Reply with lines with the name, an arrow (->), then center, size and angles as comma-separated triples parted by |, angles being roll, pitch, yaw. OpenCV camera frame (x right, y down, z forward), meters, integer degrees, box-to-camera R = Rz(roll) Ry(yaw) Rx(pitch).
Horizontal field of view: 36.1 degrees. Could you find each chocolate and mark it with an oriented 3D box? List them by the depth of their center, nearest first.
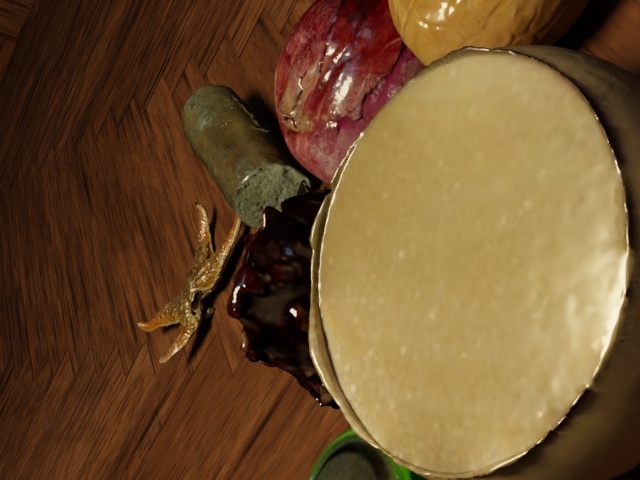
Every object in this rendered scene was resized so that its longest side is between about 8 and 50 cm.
chocolate -> -0.030, 0.049, 0.942 | 0.206, 0.177, 0.224 | -10, 77, 46

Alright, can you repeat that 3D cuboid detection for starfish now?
starfish -> -0.170, 0.049, 1.349 | 0.247, 0.050, 0.138 | -60, 33, 11

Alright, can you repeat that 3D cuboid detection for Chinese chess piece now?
Chinese chess piece -> 0.137, 0.022, 0.739 | 0.338, 0.140, 0.338 | -15, 70, 48

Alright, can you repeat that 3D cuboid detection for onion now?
onion -> 0.036, -0.204, 1.053 | 0.284, 0.120, 0.227 | -63, 38, 19

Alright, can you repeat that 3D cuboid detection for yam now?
yam -> -0.101, -0.109, 1.246 | 0.106, 0.106, 0.259 | -63, 33, 20

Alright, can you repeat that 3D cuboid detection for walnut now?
walnut -> 0.147, -0.229, 0.849 | 0.197, 0.165, 0.165 | -42, 44, 31

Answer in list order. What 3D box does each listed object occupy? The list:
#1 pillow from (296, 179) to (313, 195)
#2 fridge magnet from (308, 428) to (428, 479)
pillow -> 0.001, 0.000, 1.089 | 0.090, 0.048, 0.150 | -61, 34, 8
fridge magnet -> 0.052, 0.246, 0.860 | 0.208, 0.088, 0.208 | -34, 46, 44
